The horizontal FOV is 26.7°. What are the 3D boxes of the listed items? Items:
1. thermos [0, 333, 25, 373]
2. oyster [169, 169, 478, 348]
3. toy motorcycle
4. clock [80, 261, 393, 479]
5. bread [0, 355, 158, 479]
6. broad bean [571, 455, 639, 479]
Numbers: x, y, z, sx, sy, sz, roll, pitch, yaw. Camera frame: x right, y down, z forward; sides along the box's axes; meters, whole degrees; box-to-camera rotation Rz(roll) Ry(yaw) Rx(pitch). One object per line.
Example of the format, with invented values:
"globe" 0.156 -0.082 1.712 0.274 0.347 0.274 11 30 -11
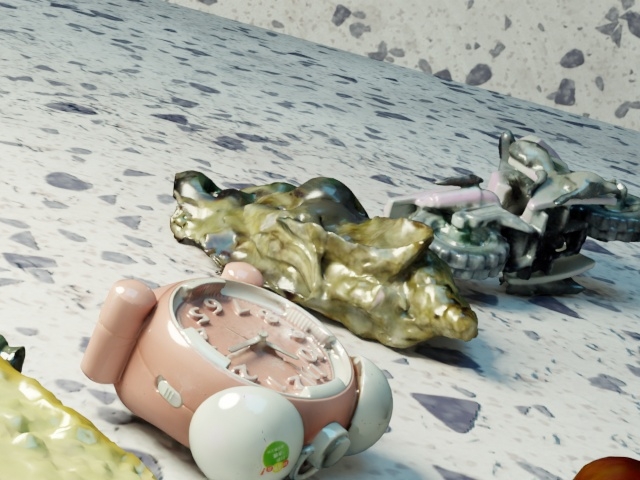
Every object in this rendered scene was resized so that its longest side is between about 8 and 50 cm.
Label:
"thermos" -0.273 0.056 0.816 0.187 0.083 0.073 18 37 4
"oyster" 0.002 0.004 1.209 0.221 0.096 0.361 0 18 -25
"toy motorcycle" 0.196 -0.030 1.409 0.327 0.143 0.188 -10 34 -37
"clock" -0.049 0.095 0.858 0.162 0.093 0.166 35 23 28
"bread" -0.197 0.118 0.476 0.375 0.165 0.236 28 22 34
"broad bean" 0.168 0.184 0.748 0.114 0.084 0.165 2 18 18
